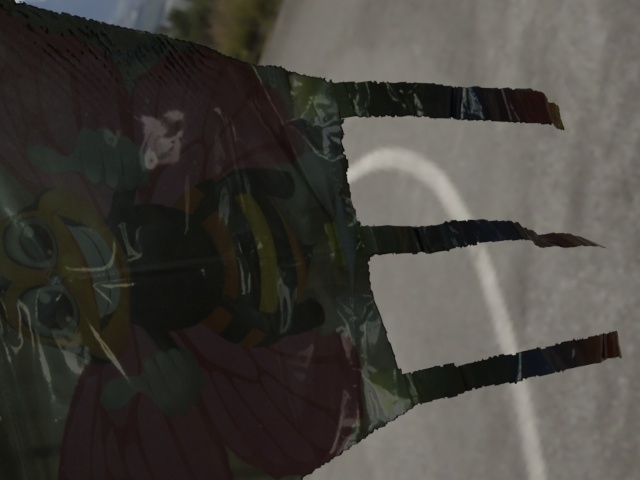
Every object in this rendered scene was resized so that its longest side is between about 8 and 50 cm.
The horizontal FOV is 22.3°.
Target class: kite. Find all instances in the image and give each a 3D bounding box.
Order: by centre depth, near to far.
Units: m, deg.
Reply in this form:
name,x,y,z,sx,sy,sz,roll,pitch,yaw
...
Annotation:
name,x,y,z,sx,sy,sz,roll,pitch,yaw
kite,0.003,-0.001,0.604,0.022,0.360,0.204,-26,78,42
